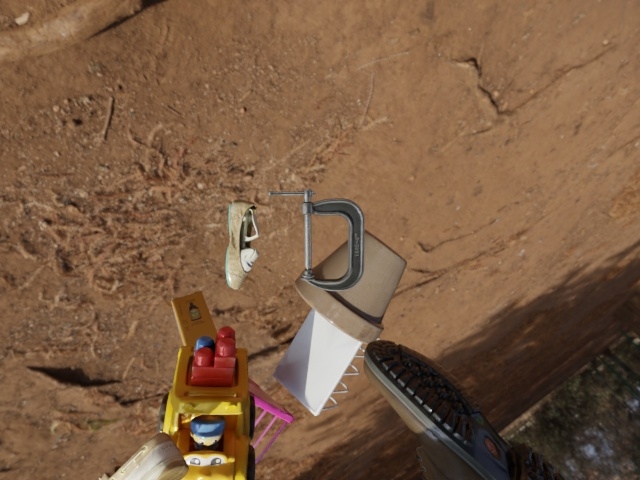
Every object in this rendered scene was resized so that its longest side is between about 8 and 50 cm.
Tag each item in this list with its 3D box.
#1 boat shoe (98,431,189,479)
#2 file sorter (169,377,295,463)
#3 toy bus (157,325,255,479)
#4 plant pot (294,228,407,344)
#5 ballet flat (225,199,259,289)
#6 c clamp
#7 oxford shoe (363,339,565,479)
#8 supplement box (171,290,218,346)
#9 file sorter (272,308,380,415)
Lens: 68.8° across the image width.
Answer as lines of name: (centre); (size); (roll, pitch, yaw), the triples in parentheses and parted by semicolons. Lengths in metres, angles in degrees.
boat shoe: (-0.225, 0.286, 0.538); (0.170, 0.059, 0.063); (-40, 148, 5)
file sorter: (-0.248, 0.462, 1.258); (0.182, 0.202, 0.291); (-52, 143, -14)
toy bus: (-0.161, 0.245, 0.686); (0.149, 0.220, 0.211); (7, 114, -13)
plant pot: (0.100, 0.101, 1.213); (0.229, 0.263, 0.263); (-52, 152, 6)
ballet flat: (-0.171, 0.006, 1.048); (0.067, 0.206, 0.073); (-4, 171, 18)
c clamp: (0.000, 0.000, 0.689); (0.137, 0.161, 0.022); (-7, -172, -10)
oxford shoe: (0.113, 0.190, 0.424); (0.096, 0.227, 0.083); (-54, 160, 27)
supplement box: (-0.278, 0.213, 1.061); (0.078, 0.233, 0.080); (-14, 125, -19)
file sorter: (0.028, 0.364, 1.463); (0.278, 0.193, 0.173); (-59, 148, 4)
